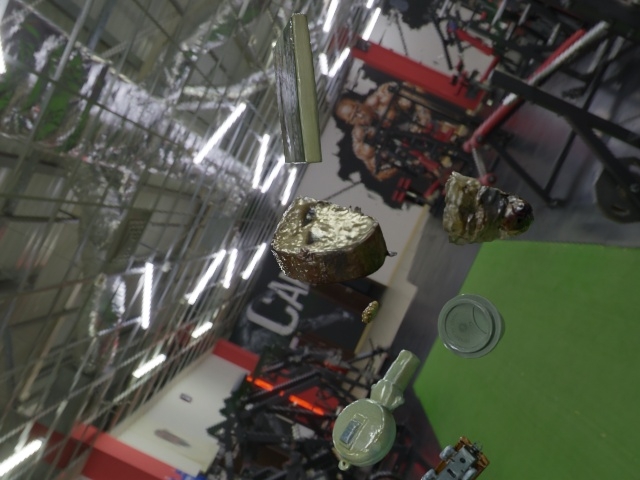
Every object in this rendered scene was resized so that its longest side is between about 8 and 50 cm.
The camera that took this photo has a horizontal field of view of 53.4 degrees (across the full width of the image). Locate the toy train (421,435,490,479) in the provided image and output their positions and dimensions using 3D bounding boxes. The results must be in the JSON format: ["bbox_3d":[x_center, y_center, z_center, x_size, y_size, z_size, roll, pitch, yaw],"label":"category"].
[{"bbox_3d":[0.321,0.557,1.518,0.219,0.089,0.127,-55,-31,13],"label":"toy train"}]

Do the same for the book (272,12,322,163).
[{"bbox_3d":[-0.041,-0.220,0.987,0.264,0.027,0.202,-143,47,-78],"label":"book"}]

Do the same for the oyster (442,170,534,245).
[{"bbox_3d":[0.354,-0.061,1.330,0.107,0.233,0.161,-4,77,58],"label":"oyster"}]

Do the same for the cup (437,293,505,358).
[{"bbox_3d":[0.299,0.161,1.214,0.141,0.120,0.120,8,-70,-58],"label":"cup"}]

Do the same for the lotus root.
[{"bbox_3d":[0.000,0.000,1.135,0.170,0.261,0.074,-42,-52,-28],"label":"lotus root"}]

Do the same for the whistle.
[{"bbox_3d":[0.108,0.325,1.223,0.126,0.067,0.258,16,63,48],"label":"whistle"}]

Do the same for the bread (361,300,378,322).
[{"bbox_3d":[0.152,0.217,1.946,0.088,0.034,0.049,-49,-22,-53],"label":"bread"}]
